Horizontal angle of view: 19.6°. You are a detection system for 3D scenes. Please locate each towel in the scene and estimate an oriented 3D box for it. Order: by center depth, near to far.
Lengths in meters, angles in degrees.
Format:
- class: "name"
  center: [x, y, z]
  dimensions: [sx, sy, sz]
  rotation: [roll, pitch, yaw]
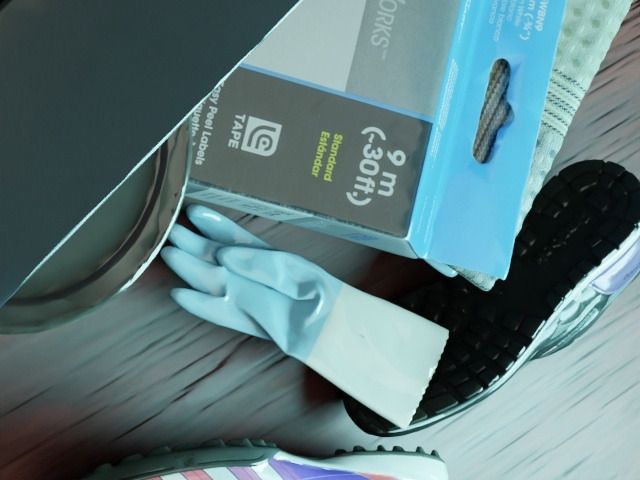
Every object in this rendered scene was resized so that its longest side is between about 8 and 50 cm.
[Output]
- class: "towel"
  center: [0.067, -0.176, 1.349]
  dimensions: [0.312, 0.056, 0.324]
  rotation: [30, 80, -14]

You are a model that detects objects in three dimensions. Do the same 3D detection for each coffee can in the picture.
- class: "coffee can"
  center: [-0.226, -0.065, 1.069]
  dimensions: [0.201, 0.275, 0.202]
  rotation: [-4, 98, -32]

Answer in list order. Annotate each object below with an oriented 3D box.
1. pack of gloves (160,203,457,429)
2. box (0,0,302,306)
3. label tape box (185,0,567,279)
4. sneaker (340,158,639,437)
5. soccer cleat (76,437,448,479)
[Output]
- class: "pack of gloves"
  center: [0.000, 0.000, 1.356]
  dimensions: [0.232, 0.046, 0.195]
  rotation: [30, 75, -16]
- class: "box"
  center: [-0.139, -0.088, 0.848]
  dimensions: [0.261, 0.184, 0.103]
  rotation: [-47, 117, -19]
- class: "label tape box"
  center: [0.019, -0.127, 1.248]
  dimensions: [0.333, 0.106, 0.241]
  rotation: [15, 84, -16]
- class: "sneaker"
  center: [0.148, 0.071, 1.432]
  dimensions: [0.283, 0.107, 0.124]
  rotation: [-37, 147, -7]
- class: "soccer cleat"
  center: [-0.034, 0.207, 1.314]
  dimensions: [0.318, 0.108, 0.116]
  rotation: [6, 68, -36]
